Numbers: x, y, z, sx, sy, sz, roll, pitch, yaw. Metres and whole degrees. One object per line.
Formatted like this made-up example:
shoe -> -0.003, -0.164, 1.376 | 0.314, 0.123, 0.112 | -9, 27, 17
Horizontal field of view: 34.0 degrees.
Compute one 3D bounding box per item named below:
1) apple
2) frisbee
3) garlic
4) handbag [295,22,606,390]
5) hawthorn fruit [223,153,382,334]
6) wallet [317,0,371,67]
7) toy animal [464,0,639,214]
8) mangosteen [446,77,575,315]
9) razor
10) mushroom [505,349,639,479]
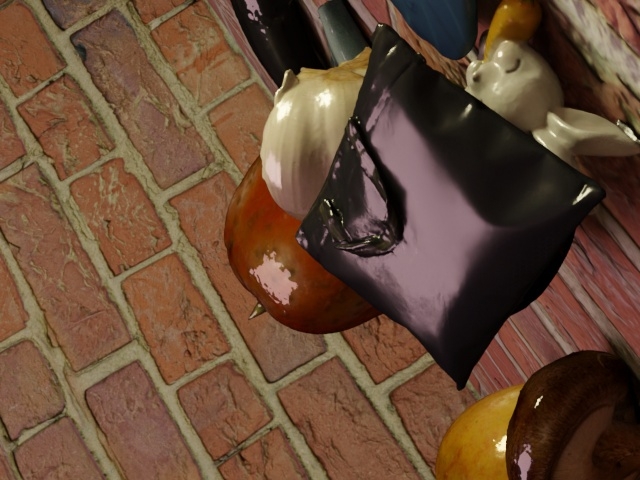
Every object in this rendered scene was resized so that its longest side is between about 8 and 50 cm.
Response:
apple -> 0.322, 0.352, 1.541 | 0.299, 0.275, 0.299 | 49, -170, -12
frisbee -> 0.048, -0.279, 0.882 | 0.289, 0.049, 0.289 | 154, 90, -88
garlic -> 0.065, -0.103, 1.189 | 0.281, 0.184, 0.203 | -42, -39, -61
handbag -> 0.083, -0.019, 0.827 | 0.211, 0.088, 0.254 | 43, 139, 17
hawthorn fruit -> 0.000, 0.000, 1.926 | 0.403, 0.403, 0.403 | 57, 178, 3
wallet -> 0.078, -0.213, 1.565 | 0.251, 0.054, 0.290 | 61, -177, 6
toy animal -> 0.169, -0.112, 0.813 | 0.127, 0.131, 0.182 | 25, -166, -12
mangosteen -> 0.131, -0.044, 1.011 | 0.228, 0.228, 0.265 | 60, -151, -45
razor -> -0.067, -0.361, 1.936 | 0.327, 0.107, 0.189 | 59, 178, -38
mushroom -> 0.295, 0.231, 1.220 | 0.138, 0.194, 0.231 | -128, 17, -61
